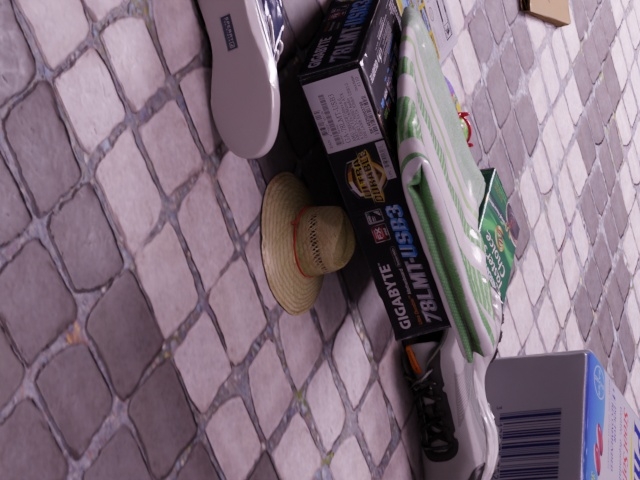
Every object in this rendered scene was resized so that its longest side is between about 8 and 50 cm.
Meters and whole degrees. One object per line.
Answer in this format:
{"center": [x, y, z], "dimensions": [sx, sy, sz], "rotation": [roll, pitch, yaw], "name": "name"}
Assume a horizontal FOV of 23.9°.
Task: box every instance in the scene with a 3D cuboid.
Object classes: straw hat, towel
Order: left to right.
{"center": [0.000, 0.000, 1.467], "dimensions": [0.144, 0.061, 0.145], "rotation": [28, 58, -58], "name": "straw hat"}
{"center": [0.128, -0.064, 1.536], "dimensions": [0.325, 0.038, 0.248], "rotation": [-82, 154, -56], "name": "towel"}

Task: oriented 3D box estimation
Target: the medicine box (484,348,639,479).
{"center": [0.312, 0.319, 1.910], "dimensions": [0.289, 0.149, 0.264], "rotation": [47, 42, -49], "name": "medicine box"}

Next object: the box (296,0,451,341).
{"center": [0.073, -0.093, 1.568], "dimensions": [0.295, 0.073, 0.293], "rotation": [-74, 148, -63], "name": "box"}

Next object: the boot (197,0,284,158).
{"center": [-0.058, -0.167, 1.387], "dimensions": [0.086, 0.069, 0.190], "rotation": [-1, 81, -61], "name": "boot"}

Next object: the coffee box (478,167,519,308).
{"center": [0.206, 0.009, 1.908], "dimensions": [0.113, 0.040, 0.184], "rotation": [63, 31, -34], "name": "coffee box"}

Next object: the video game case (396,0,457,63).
{"center": [0.098, -0.303, 1.799], "dimensions": [0.206, 0.026, 0.227], "rotation": [-53, 131, -56], "name": "video game case"}

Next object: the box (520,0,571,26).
{"center": [0.340, -0.421, 2.333], "dimensions": [0.201, 0.021, 0.165], "rotation": [-1, 84, -65], "name": "box"}

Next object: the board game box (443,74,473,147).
{"center": [0.165, -0.121, 1.855], "dimensions": [0.133, 0.033, 0.169], "rotation": [50, 44, -53], "name": "board game box"}

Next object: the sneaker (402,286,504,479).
{"center": [0.134, 0.172, 1.675], "dimensions": [0.108, 0.100, 0.272], "rotation": [12, 73, -37], "name": "sneaker"}
